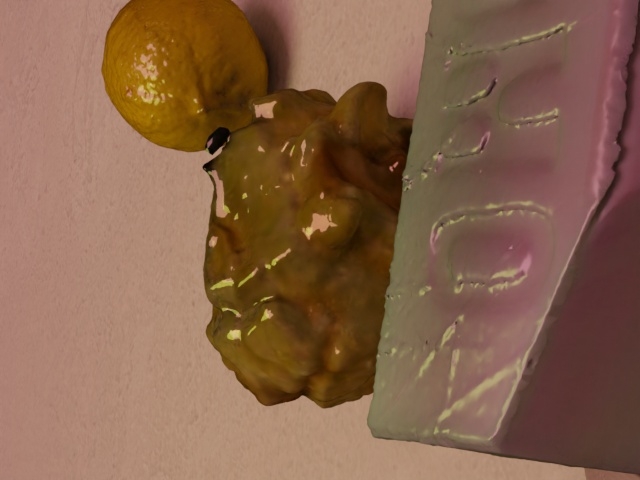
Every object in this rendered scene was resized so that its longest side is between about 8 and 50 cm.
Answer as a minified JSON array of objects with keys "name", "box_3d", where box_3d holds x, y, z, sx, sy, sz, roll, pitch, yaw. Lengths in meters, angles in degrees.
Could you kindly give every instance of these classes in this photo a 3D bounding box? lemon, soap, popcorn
[{"name":"lemon","box_3d":[-0.144,-0.184,1.805,0.193,0.180,0.181,-121,38,-80]},{"name":"soap","box_3d":[0.177,-0.074,1.130,0.261,0.156,0.446,-5,74,63]},{"name":"popcorn","box_3d":[0.000,0.000,1.474,0.252,0.215,0.286,131,138,-59]}]

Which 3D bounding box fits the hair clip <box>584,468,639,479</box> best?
[{"name":"hair clip","box_3d":[0.263,0.228,1.071,0.331,0.085,0.101,38,119,60]}]
